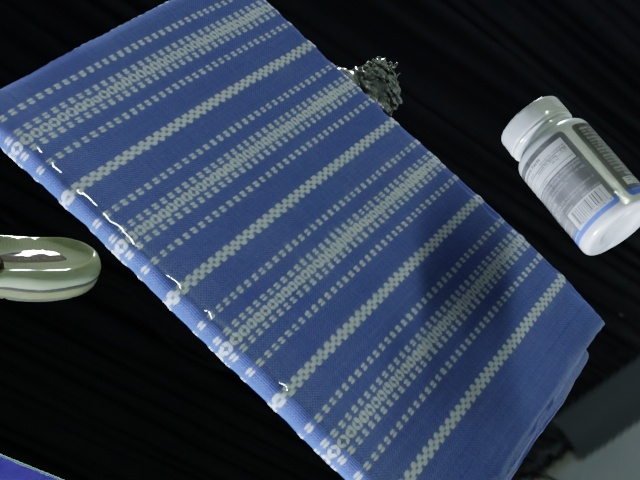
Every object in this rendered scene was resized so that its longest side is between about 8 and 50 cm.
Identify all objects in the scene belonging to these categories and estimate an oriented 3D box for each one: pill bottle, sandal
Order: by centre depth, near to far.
[{"bbox_3d":[0.230,-0.061,1.088,0.078,0.078,0.137,-46,63,24],"label":"pill bottle"},{"bbox_3d":[-0.333,0.003,1.090,0.120,0.302,0.086,34,115,36],"label":"sandal"}]

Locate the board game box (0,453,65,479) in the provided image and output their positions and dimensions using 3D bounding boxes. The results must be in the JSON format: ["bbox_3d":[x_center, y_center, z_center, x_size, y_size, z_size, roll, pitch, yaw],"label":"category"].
[{"bbox_3d":[-0.239,0.356,1.172,0.046,0.317,0.214,6,69,51],"label":"board game box"}]

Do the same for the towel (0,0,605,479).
[{"bbox_3d":[0.000,0.000,0.683,0.243,0.336,0.040,-42,-6,-49],"label":"towel"}]

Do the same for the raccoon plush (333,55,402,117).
[{"bbox_3d":[0.097,-0.030,1.478,0.446,0.216,0.299,32,121,23],"label":"raccoon plush"}]
